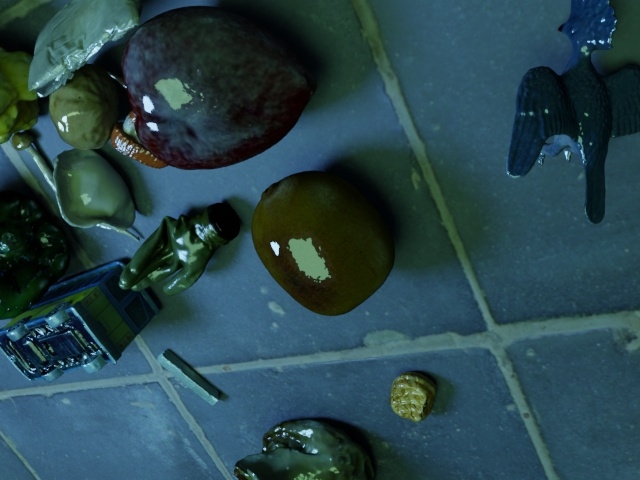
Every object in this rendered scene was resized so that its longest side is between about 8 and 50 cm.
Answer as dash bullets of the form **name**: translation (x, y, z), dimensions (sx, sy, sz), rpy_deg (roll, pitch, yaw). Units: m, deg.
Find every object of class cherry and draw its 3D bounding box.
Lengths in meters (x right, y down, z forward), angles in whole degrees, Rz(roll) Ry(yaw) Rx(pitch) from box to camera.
- **cherry**: translation (-0.152, -0.215, 0.950), dimensions (0.300, 0.203, 0.230), rpy_deg (-1, 118, 7)

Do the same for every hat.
- **hat**: translation (-0.260, -0.205, 1.085), dimensions (0.112, 0.094, 0.162), rpy_deg (26, 127, -23)

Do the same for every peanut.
- **peanut**: translation (-0.386, -0.219, 1.097), dimensions (0.109, 0.159, 0.141), rpy_deg (-12, 106, -13)

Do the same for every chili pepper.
- **chili pepper**: translation (-0.664, 0.038, 1.365), dimensions (0.256, 0.233, 0.249), rpy_deg (-18, 97, 43)

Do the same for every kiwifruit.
- **kiwifruit**: translation (0.000, 0.000, 1.037), dimensions (0.234, 0.196, 0.196), rpy_deg (42, 130, -9)

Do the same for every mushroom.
- **mushroom**: translation (-0.484, -0.091, 1.305), dimensions (0.306, 0.043, 0.068), rpy_deg (46, 154, -12)

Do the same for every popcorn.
- **popcorn**: translation (-0.590, -0.257, 1.127), dimensions (0.266, 0.233, 0.192), rpy_deg (-21, 86, -3)

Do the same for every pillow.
- **pillow**: translation (-0.347, -0.321, 0.992), dimensions (0.229, 0.148, 0.050), rpy_deg (-23, 153, 25)

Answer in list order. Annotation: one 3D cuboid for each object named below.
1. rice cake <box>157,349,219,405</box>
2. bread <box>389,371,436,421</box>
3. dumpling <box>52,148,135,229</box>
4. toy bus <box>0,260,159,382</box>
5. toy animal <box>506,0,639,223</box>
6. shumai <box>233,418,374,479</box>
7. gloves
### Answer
- **rice cake**: translation (-0.293, 0.308, 1.491), dimensions (0.171, 0.029, 0.033), rpy_deg (42, 126, -6)
- **bread**: translation (0.172, 0.293, 1.251), dimensions (0.083, 0.044, 0.111), rpy_deg (18, 131, 15)
- **dumpling**: translation (-0.419, -0.078, 1.216), dimensions (0.099, 0.134, 0.169), rpy_deg (-1, 125, 25)
- **toy bus**: translation (-0.518, 0.177, 1.402), dimensions (0.312, 0.190, 0.152), rpy_deg (-18, 114, 34)
- **toy animal**: translation (0.315, -0.155, 0.804), dimensions (0.176, 0.239, 0.255), rpy_deg (119, 139, -66)
- **shumai**: translation (-0.057, 0.567, 1.389), dimensions (0.291, 0.288, 0.330), rpy_deg (3, 122, 23)
- **gloves**: translation (-0.261, 0.020, 1.229), dimensions (0.268, 0.107, 0.135), rpy_deg (-31, 101, 19)
